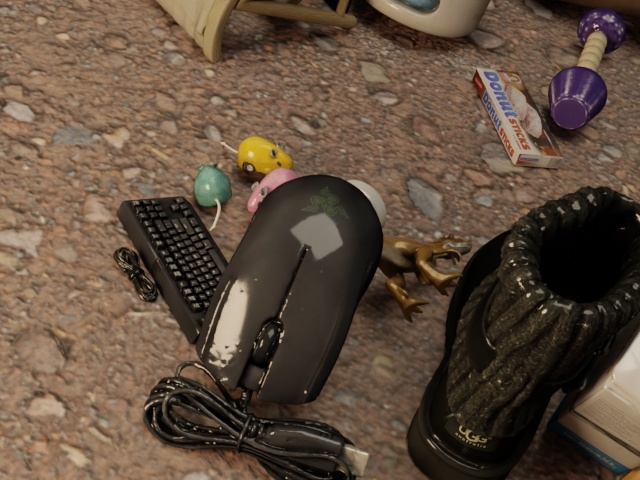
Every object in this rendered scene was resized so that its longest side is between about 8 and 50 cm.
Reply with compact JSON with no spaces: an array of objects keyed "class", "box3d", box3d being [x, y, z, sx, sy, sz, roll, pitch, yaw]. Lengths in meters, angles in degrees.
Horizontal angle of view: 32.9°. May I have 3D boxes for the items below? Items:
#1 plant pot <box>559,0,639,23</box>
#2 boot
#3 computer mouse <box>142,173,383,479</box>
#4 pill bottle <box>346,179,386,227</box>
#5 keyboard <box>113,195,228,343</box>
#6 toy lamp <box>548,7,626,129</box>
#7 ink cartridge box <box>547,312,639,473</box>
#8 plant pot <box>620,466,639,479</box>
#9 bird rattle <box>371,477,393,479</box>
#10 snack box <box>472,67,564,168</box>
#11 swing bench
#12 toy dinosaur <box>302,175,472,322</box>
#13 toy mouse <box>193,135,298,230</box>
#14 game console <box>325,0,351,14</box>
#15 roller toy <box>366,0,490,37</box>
[{"class":"plant pot","box3d":[0.441,-0.448,1.652,0.229,0.263,0.263,-2,41,4]},{"class":"boot","box3d":[0.202,0.037,0.963,0.131,0.260,0.348,23,40,4]},{"class":"computer mouse","box3d":[-0.021,0.057,0.906,0.188,0.072,0.272,17,70,3]},{"class":"pill bottle","box3d":[0.000,0.000,1.059,0.086,0.086,0.152,33,41,15]},{"class":"keyboard","box3d":[-0.136,0.023,1.027,0.108,0.023,0.180,-11,48,-31]},{"class":"toy lamp","box3d":[0.364,-0.232,1.477,0.080,0.080,0.274,27,40,8]},{"class":"ink cartridge box","box3d":[0.286,0.109,0.926,0.086,0.203,0.148,35,75,9]},{"class":"plant pot","box3d":[0.355,0.242,0.868,0.205,0.205,0.188,-27,75,-41]},{"class":"bird rattle","box3d":[0.106,0.270,0.708,0.207,0.143,0.253,-7,48,-50]},{"class":"snack box","box3d":[0.250,-0.158,1.387,0.064,0.022,0.178,2,43,-18]},{"class":"swing bench","box3d":[-0.101,-0.382,1.384,0.255,0.165,0.253,-20,55,-37]},{"class":"toy dinosaur","box3d":[0.068,0.016,1.032,0.211,0.064,0.112,13,31,-43]},{"class":"toy mouse","box3d":[-0.077,-0.062,1.108,0.161,0.031,0.143,15,42,27]},{"class":"game console","box3d":[0.039,-0.386,1.478,0.071,0.122,0.107,27,40,7]},{"class":"roller toy","box3d":[0.148,-0.373,1.490,0.191,0.146,0.209,4,36,-31]}]
